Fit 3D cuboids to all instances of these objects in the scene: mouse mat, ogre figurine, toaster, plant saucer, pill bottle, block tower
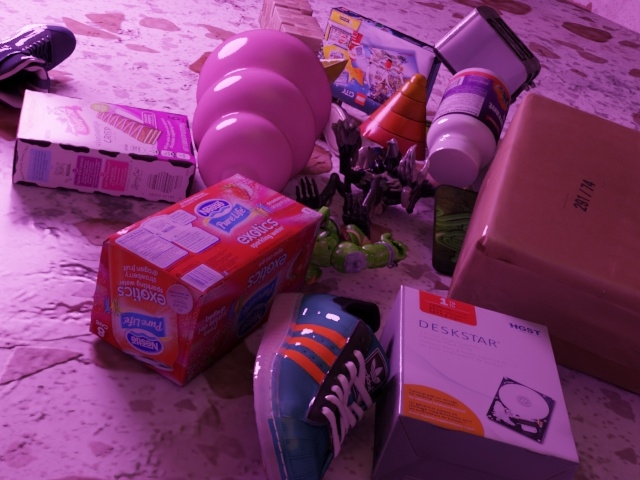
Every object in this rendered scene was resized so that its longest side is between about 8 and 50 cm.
[{"bbox_3d":[0.253,-0.002,1.308,0.190,0.007,0.152,11,58,-8],"label":"mouse mat"},{"bbox_3d":[0.000,0.000,1.157,0.197,0.097,0.118,36,20,10],"label":"ogre figurine"},{"bbox_3d":[0.289,-0.316,1.576,0.185,0.110,0.168,50,25,4],"label":"toaster"},{"bbox_3d":[-0.068,-0.288,1.627,0.188,0.045,0.188,4,21,29],"label":"plant saucer"},{"bbox_3d":[0.228,-0.174,1.418,0.108,0.108,0.193,20,50,6],"label":"pill bottle"},{"bbox_3d":[-0.064,-0.445,1.909,0.097,0.091,0.335,10,29,-14],"label":"block tower"}]

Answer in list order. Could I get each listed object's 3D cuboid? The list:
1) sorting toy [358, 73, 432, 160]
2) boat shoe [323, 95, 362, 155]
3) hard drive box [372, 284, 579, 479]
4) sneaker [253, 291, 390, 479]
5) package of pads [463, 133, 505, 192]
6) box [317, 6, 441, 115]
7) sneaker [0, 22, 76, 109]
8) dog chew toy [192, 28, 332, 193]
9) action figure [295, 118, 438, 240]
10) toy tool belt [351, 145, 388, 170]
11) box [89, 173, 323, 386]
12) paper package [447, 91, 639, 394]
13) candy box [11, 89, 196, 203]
[{"bbox_3d":[0.205,-0.220,1.557,0.127,0.126,0.365,33,22,26],"label":"sorting toy"},{"bbox_3d":[0.039,-0.201,1.552,0.065,0.075,0.206,1,28,-21],"label":"boat shoe"},{"bbox_3d":[0.154,0.164,0.952,0.181,0.089,0.232,15,28,-4],"label":"hard drive box"},{"bbox_3d":[0.006,0.135,0.878,0.121,0.108,0.302,-5,27,6],"label":"sneaker"},{"bbox_3d":[0.383,-0.074,1.479,0.296,0.101,0.229,13,29,-8],"label":"package of pads"},{"bbox_3d":[0.103,-0.324,1.710,0.233,0.159,0.044,29,31,21],"label":"box"},{"bbox_3d":[-0.435,-0.268,1.390,0.163,0.086,0.226,23,37,33],"label":"sneaker"},{"bbox_3d":[-0.093,-0.167,1.309,0.207,0.206,0.332,14,37,-4],"label":"dog chew toy"},{"bbox_3d":[0.080,-0.095,1.320,0.164,0.141,0.276,17,29,20],"label":"action figure"},{"bbox_3d":[0.092,-0.125,1.481,0.083,0.052,0.051,-13,70,-38],"label":"toy tool belt"},{"bbox_3d":[-0.119,0.033,1.002,0.128,0.122,0.257,27,30,17],"label":"box"},{"bbox_3d":[0.351,0.001,1.180,0.309,0.168,0.325,21,46,4],"label":"paper package"},{"bbox_3d":[-0.297,-0.130,1.250,0.233,0.071,0.159,6,31,-18],"label":"candy box"}]
